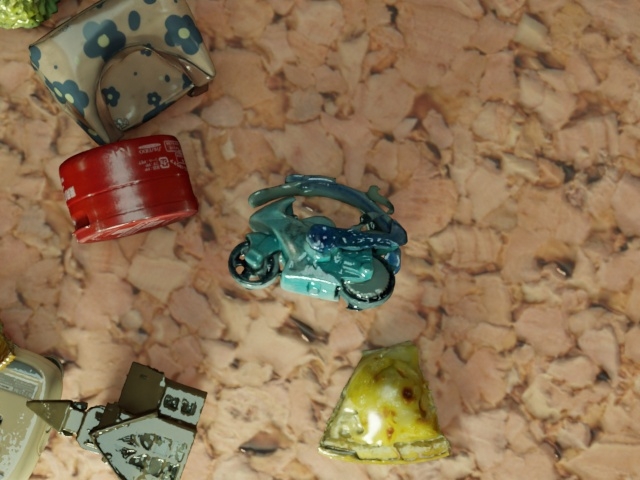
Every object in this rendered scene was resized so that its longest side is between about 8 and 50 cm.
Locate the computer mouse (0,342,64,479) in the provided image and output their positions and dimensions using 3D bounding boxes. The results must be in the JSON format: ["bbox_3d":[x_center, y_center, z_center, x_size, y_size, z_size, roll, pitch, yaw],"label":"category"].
[{"bbox_3d":[-0.480,0.275,1.695,0.145,0.082,0.236,17,74,1],"label":"computer mouse"}]

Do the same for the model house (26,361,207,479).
[{"bbox_3d":[-0.309,0.261,1.656,0.248,0.181,0.176,20,84,-7],"label":"model house"}]

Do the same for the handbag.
[{"bbox_3d":[-0.290,-0.268,1.692,0.252,0.190,0.193,-33,100,-8],"label":"handbag"}]

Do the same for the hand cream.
[{"bbox_3d":[-0.287,-0.076,1.674,0.193,0.193,0.125,-15,86,-4],"label":"hand cream"}]

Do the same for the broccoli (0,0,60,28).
[{"bbox_3d":[-0.464,-0.487,1.637,0.348,0.281,0.293,-43,91,-8],"label":"broccoli"}]

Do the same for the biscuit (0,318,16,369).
[{"bbox_3d":[-0.547,0.140,1.695,0.126,0.025,0.206,-44,62,0],"label":"biscuit"}]

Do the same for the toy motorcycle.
[{"bbox_3d":[0.000,0.000,1.716,0.260,0.154,0.206,11,63,2],"label":"toy motorcycle"}]

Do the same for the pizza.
[{"bbox_3d":[0.086,0.263,1.731,0.204,0.080,0.188,-11,87,-2],"label":"pizza"}]
